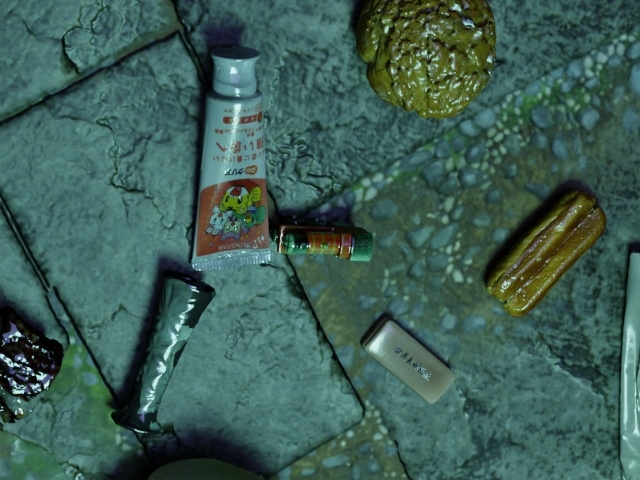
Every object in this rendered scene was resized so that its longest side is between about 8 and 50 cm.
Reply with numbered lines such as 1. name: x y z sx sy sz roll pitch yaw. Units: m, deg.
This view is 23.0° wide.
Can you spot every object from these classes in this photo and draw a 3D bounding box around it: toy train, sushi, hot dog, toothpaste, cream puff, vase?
1. toy train: 0.000 0.000 1.670 0.103 0.064 0.044 2 104 -20
2. sushi: -0.308 0.124 1.572 0.084 0.098 0.094 39 84 -26
3. hot dog: 0.256 0.011 1.775 0.165 0.045 0.071 -47 112 -4
4. toothpaste: -0.091 -0.082 1.629 0.089 0.057 0.234 -7 115 -22
5. cream puff: 0.114 -0.205 1.631 0.150 0.115 0.165 -48 112 -7
6. vase: -0.164 0.118 1.644 0.059 0.059 0.167 19 97 -23

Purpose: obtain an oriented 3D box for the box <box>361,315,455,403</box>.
1. box: 0.099 0.135 1.761 0.115 0.025 0.048 42 86 -23

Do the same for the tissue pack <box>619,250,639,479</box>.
1. tissue pack: 0.458 0.159 1.820 0.238 0.238 0.306 -6 105 -18

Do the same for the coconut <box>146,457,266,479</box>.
1. coconut: -0.113 0.343 1.640 0.197 0.236 0.237 -41 117 -41
